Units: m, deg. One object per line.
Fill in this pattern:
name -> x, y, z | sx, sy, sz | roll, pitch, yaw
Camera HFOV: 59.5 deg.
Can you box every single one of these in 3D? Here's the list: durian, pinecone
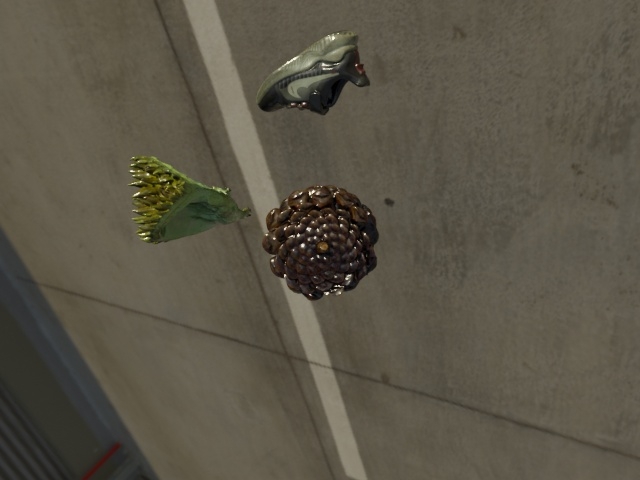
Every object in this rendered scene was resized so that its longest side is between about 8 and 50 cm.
durian -> -0.252, -0.089, 1.096 | 0.198, 0.394, 0.163 | -18, 81, 7
pinecone -> 0.002, 0.000, 0.665 | 0.140, 0.121, 0.140 | 3, 106, 10

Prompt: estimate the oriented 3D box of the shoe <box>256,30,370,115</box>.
shoe -> -0.012, -0.278, 1.009 | 0.227, 0.099, 0.112 | -31, 91, 27
